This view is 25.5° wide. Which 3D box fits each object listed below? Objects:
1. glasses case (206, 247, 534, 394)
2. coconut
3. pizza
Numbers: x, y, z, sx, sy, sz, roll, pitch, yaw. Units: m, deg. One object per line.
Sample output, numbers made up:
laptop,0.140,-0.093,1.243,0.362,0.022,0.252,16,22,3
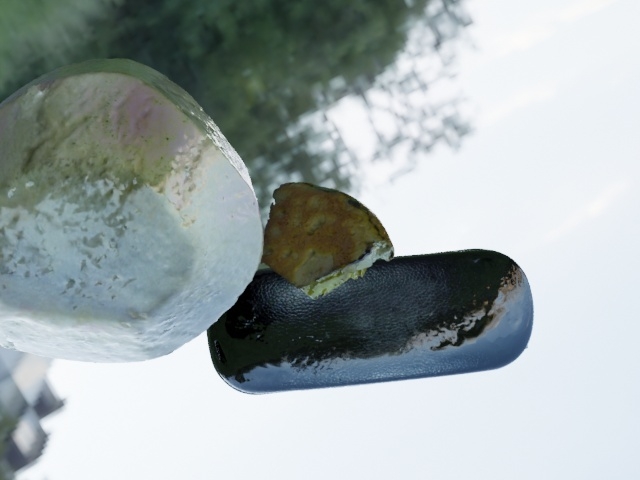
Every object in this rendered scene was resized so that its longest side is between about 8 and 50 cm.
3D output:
glasses case,0.048,0.077,1.351,0.314,0.122,0.075,-6,178,-4
coconut,-0.175,-0.021,1.112,0.259,0.259,0.259,-26,-165,7
pizza,0.000,0.000,1.260,0.099,0.036,0.160,-53,-139,-6
